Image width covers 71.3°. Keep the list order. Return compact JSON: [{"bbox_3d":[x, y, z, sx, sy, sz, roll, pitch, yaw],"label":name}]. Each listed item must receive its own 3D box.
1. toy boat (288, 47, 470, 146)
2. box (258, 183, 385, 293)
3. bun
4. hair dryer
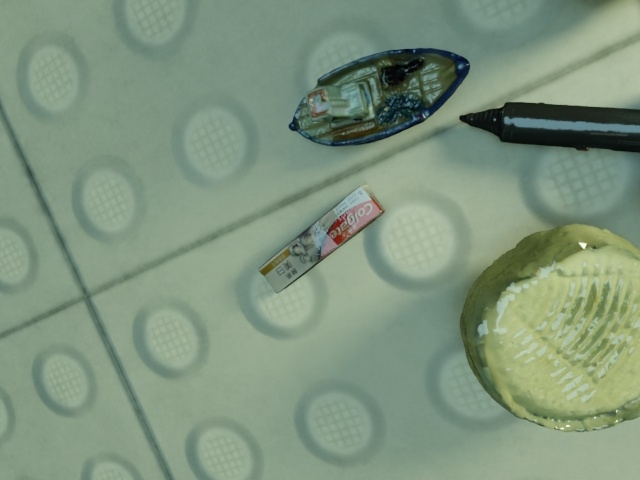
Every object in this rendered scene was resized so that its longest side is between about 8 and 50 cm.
[{"bbox_3d":[0.068,-0.195,0.611,0.262,0.115,0.114,-13,95,16],"label":"toy boat"},{"bbox_3d":[0.000,0.000,0.699,0.218,0.039,0.055,-37,87,17],"label":"box"},{"bbox_3d":[0.307,0.109,0.575,0.259,0.152,0.260,1,104,4],"label":"bun"},{"bbox_3d":[0.355,-0.123,0.566,0.352,0.107,0.189,9,103,22],"label":"hair dryer"}]
